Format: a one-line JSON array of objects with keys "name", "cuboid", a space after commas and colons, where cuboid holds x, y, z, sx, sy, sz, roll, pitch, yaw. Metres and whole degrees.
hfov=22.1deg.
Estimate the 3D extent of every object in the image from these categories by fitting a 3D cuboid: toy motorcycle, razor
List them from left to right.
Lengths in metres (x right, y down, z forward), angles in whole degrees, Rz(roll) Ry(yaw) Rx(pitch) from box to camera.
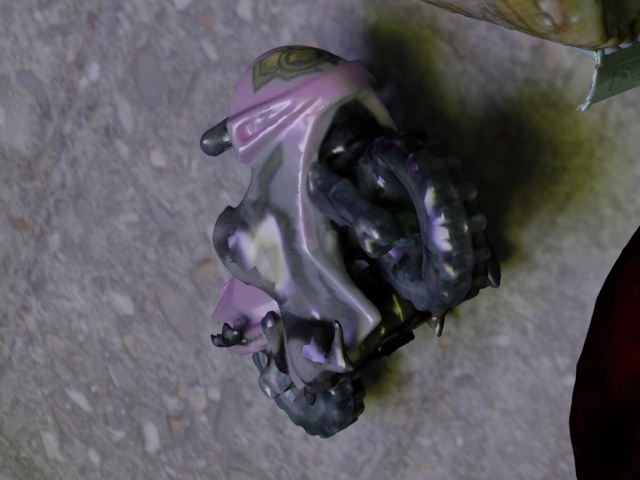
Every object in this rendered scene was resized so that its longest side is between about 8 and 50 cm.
[{"name": "toy motorcycle", "cuboid": [0.000, 0.000, 0.997, 0.188, 0.143, 0.327, 56, 153, 12]}, {"name": "razor", "cuboid": [0.118, -0.123, 0.874, 0.135, 0.068, 0.040, 40, 134, 32]}]

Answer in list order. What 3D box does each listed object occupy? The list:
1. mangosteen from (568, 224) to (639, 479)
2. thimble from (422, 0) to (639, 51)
[{"name": "mangosteen", "cuboid": [0.281, 0.088, 0.724, 0.306, 0.359, 0.306, -13, 71, 43]}, {"name": "thimble", "cuboid": [0.103, -0.194, 0.777, 0.143, 0.137, 0.190, 26, 119, 28]}]
